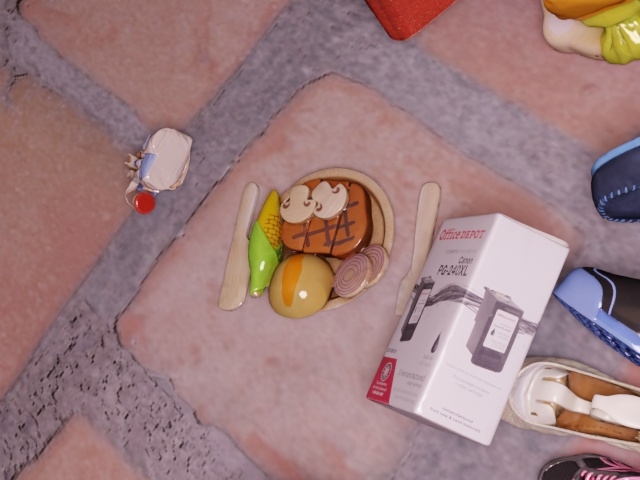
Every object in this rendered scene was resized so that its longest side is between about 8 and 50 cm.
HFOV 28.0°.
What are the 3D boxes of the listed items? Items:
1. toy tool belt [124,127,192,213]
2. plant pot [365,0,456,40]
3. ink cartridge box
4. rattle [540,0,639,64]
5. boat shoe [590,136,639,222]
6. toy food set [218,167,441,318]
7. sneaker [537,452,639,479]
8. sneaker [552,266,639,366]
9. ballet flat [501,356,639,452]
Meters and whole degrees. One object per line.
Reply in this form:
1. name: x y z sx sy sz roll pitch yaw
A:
1. toy tool belt: -0.149 -0.061 1.142 0.051 0.052 0.083 4 66 63
2. plant pot: 0.059 -0.373 1.005 0.267 0.236 0.267 -38 46 10
3. ink cartridge box: 0.103 0.059 0.909 0.150 0.063 0.109 -66 14 -8
4. rattle: 0.217 -0.244 0.959 0.130 0.142 0.200 17 85 51
5. boat shoe: 0.306 -0.036 0.844 0.258 0.109 0.089 -10 70 28
6. toy food set: 0.000 0.000 1.035 0.192 0.038 0.132 0 71 29
7. sneaker: 0.197 0.166 0.851 0.119 0.057 0.047 6 76 32
8. sneaker: 0.269 0.063 0.843 0.232 0.081 0.090 31 86 27
9. ballet flat: 0.183 0.110 0.883 0.168 0.052 0.057 9 75 31
